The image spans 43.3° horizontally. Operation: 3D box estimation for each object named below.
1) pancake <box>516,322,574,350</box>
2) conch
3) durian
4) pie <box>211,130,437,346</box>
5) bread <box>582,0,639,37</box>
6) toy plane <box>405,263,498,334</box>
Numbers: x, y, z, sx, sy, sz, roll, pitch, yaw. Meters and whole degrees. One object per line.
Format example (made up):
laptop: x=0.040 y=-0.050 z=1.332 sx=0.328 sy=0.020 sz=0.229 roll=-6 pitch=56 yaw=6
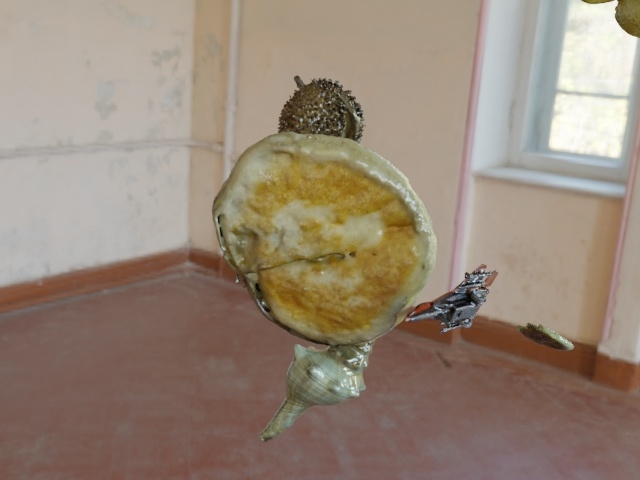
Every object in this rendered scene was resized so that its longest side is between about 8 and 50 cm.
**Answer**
pancake: x=0.490 y=0.210 z=1.741 sx=0.116 sy=0.022 sz=0.129 roll=29 pitch=-11 yaw=2
conch: x=-0.003 y=0.212 z=1.280 sx=0.234 sy=0.114 sz=0.137 roll=-34 pitch=-10 yaw=36
durian: x=-0.007 y=-0.249 z=1.639 sx=0.167 sy=0.196 sz=0.196 roll=-26 pitch=1 yaw=25
pie: x=0.000 y=0.000 z=1.159 sx=0.339 sy=0.338 sz=0.077 roll=8 pitch=23 yaw=13
bread: x=0.475 y=-0.378 z=1.199 sx=0.188 sy=0.149 sz=0.065 roll=10 pitch=-5 yaw=26
toy plane: x=0.192 y=0.098 z=1.182 sx=0.061 sy=0.130 sz=0.189 roll=39 pitch=37 yaw=25
